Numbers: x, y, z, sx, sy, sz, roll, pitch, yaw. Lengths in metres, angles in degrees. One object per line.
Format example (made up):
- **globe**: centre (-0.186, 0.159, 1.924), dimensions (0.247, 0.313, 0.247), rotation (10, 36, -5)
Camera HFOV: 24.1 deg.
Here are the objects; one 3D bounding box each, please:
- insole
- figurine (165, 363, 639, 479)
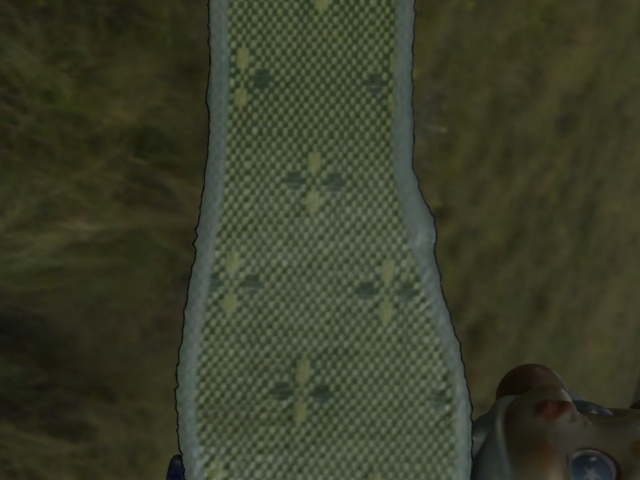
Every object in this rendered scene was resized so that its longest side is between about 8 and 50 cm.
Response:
- **insole**: centre (0.000, 0.000, 0.551), dimensions (0.007, 0.109, 0.322), rotation (63, 26, -83)
- **figurine**: centre (0.067, 0.136, 0.696), dimensions (0.194, 0.274, 0.133), rotation (-124, -148, -65)
